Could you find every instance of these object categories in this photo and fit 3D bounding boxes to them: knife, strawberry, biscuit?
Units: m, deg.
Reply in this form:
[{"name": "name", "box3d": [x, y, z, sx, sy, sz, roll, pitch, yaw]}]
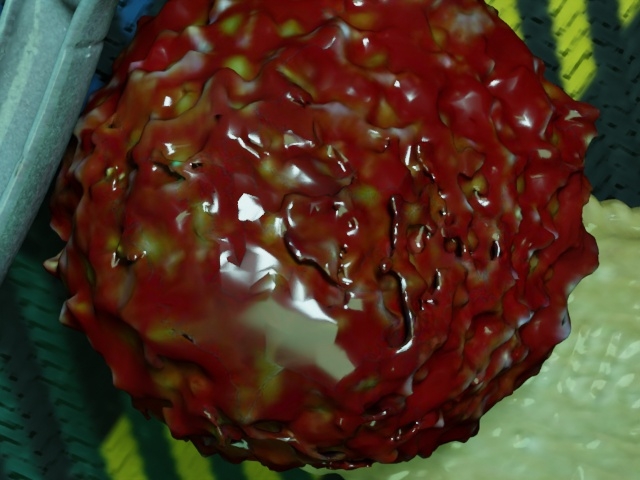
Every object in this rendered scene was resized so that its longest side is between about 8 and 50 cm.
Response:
[{"name": "knife", "box3d": [-0.110, -0.038, 0.580, 0.053, 0.123, 0.278, 9, 112, -43]}, {"name": "strawberry", "box3d": [0.000, 0.000, 0.608, 0.234, 0.178, 0.233, 1, 106, 4]}, {"name": "biscuit", "box3d": [0.119, 0.056, 0.746, 0.250, 0.030, 0.160, 13, 107, -15]}]
